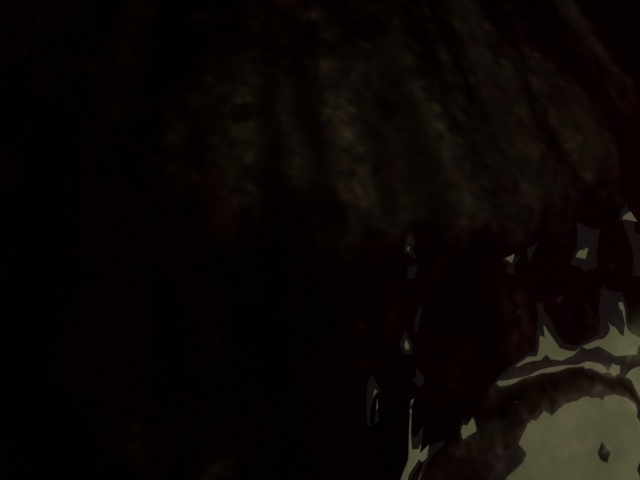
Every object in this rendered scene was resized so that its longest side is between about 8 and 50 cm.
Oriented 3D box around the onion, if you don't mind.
[{"bbox_3d":[0.000,0.000,0.523,0.336,0.260,0.282,-62,163,-61],"label":"onion"}]
